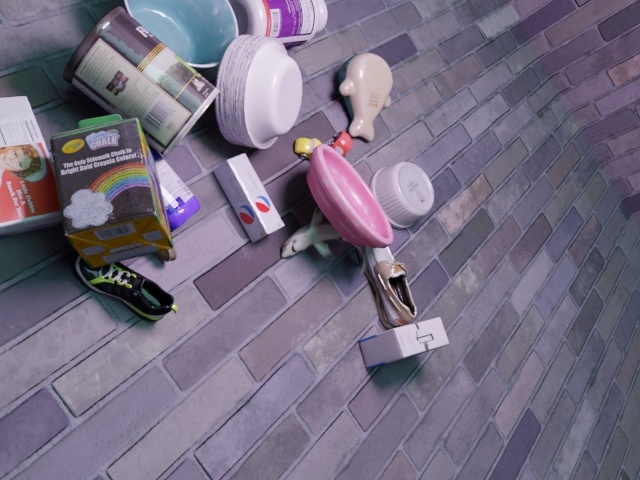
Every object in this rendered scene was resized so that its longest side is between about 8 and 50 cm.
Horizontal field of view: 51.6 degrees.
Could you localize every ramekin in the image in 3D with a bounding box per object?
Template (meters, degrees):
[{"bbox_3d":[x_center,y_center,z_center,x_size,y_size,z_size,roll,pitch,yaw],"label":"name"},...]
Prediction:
[{"bbox_3d":[0.264,-0.150,2.094,0.207,0.109,0.207,19,59,-35],"label":"ramekin"}]

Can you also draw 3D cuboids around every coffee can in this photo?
[{"bbox_3d":[-0.392,-0.345,1.471,0.275,0.201,0.201,39,50,-15],"label":"coffee can"}]

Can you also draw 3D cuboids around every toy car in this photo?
[{"bbox_3d":[0.049,-0.221,1.976,0.239,0.053,0.225,-17,83,-44],"label":"toy car"}]

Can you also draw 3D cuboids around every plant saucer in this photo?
[{"bbox_3d":[0.071,-0.107,1.799,0.332,0.084,0.332,47,18,-21],"label":"plant saucer"}]

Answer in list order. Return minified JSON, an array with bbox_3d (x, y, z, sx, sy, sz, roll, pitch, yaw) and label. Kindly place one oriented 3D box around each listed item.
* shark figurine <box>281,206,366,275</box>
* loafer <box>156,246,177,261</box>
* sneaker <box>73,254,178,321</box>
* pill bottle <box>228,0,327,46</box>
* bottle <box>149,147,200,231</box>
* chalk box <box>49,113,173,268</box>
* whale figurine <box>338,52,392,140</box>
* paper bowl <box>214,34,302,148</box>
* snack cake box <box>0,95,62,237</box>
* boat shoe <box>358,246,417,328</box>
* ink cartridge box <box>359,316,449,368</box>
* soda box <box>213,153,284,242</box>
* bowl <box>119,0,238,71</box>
[{"bbox_3d":[0.025,-0.012,1.837,0.278,0.116,0.166,13,96,-28],"label":"shark figurine"},{"bbox_3d":[-0.389,-0.002,1.499,0.148,0.056,0.050,45,48,-4],"label":"loafer"},{"bbox_3d":[-0.405,0.086,1.411,0.234,0.097,0.084,36,51,-24],"label":"sneaker"},{"bbox_3d":[-0.130,-0.650,1.924,0.323,0.181,0.182,-25,88,-45],"label":"pill bottle"},{"bbox_3d":[-0.404,-0.151,1.521,0.283,0.092,0.118,51,42,-11],"label":"bottle"},{"bbox_3d":[-0.426,-0.121,1.350,0.180,0.179,0.289,-13,67,-7],"label":"chalk box"},{"bbox_3d":[0.128,-0.459,2.122,0.216,0.141,0.272,4,93,-40],"label":"whale figurine"},{"bbox_3d":[-0.146,-0.379,1.711,0.284,0.148,0.284,12,90,-71],"label":"paper bowl"},{"bbox_3d":[-0.628,-0.148,1.328,0.152,0.089,0.264,-18,84,-46],"label":"snack cake box"},{"bbox_3d":[0.203,0.100,1.931,0.113,0.103,0.302,-11,79,-44],"label":"boat shoe"},{"bbox_3d":[0.233,0.285,1.845,0.203,0.148,0.086,-6,73,-43],"label":"ink cartridge box"},{"bbox_3d":[-0.185,-0.109,1.707,0.069,0.074,0.216,-31,93,-45],"label":"soda box"},{"bbox_3d":[-0.381,-0.535,1.665,0.311,0.163,0.312,19,59,-35],"label":"bowl"}]
